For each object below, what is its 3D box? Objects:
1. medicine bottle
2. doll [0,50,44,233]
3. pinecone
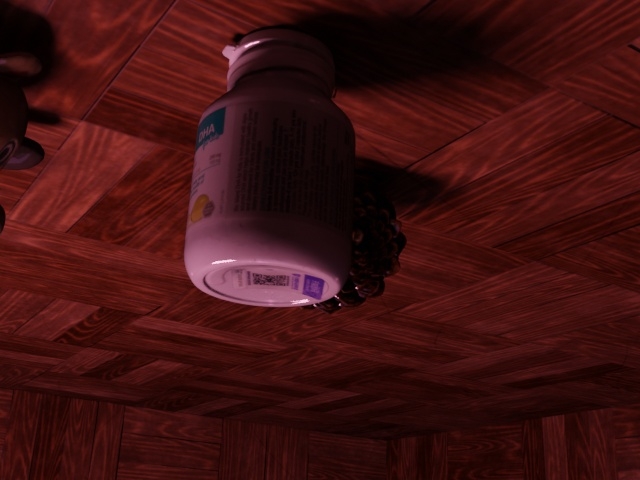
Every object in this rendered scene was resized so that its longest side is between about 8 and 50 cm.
[{"bbox_3d":[-0.038,-0.063,0.684,0.135,0.215,0.135,2,159,1],"label":"medicine bottle"},{"bbox_3d":[-0.380,-0.083,0.762,0.235,0.174,0.330,-21,174,-30],"label":"doll"},{"bbox_3d":[0.003,0.004,0.950,0.163,0.162,0.165,13,174,-24],"label":"pinecone"}]
